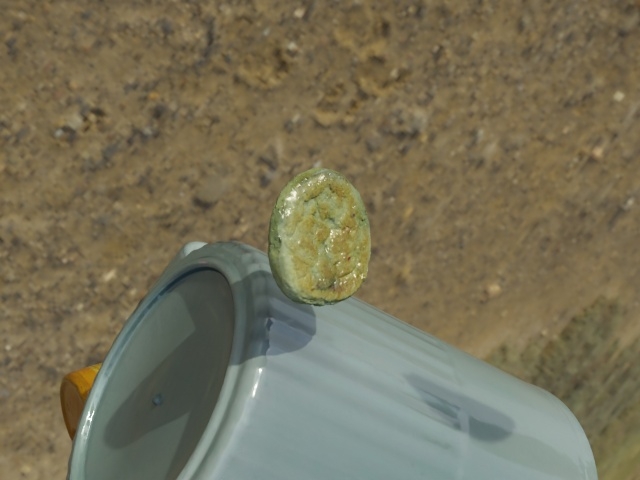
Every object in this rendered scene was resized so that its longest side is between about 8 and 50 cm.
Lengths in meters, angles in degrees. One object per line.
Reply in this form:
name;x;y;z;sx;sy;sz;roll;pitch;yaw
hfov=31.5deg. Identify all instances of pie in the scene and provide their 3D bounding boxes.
pie;0.001;-0.002;0.649;0.084;0.021;0.084;-3;95;-47

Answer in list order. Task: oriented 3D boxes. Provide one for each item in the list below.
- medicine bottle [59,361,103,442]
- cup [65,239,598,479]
medicine bottle;-0.168;0.159;1.192;0.191;0.096;0.096;-14;141;-31
cup;0.007;0.141;0.849;0.256;0.311;0.331;-32;-140;41
